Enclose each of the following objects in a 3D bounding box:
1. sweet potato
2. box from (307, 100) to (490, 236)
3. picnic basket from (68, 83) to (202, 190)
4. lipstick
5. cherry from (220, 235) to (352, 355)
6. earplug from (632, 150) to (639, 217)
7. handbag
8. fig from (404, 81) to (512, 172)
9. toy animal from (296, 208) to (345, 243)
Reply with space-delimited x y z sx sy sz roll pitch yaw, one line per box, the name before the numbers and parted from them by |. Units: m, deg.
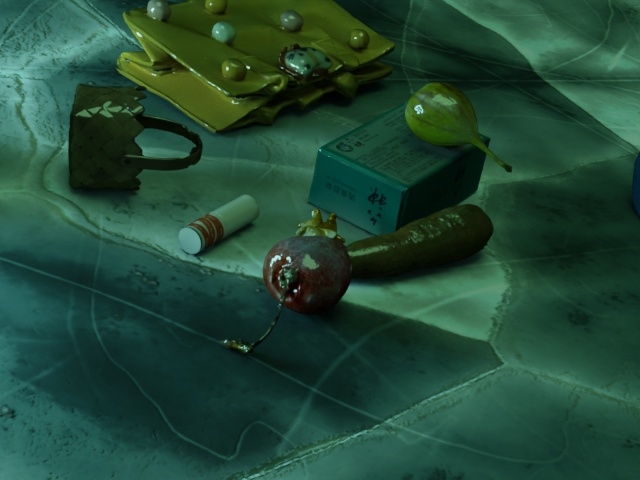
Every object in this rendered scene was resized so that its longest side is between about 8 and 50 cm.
sweet potato | 0.123 0.008 1.993 0.273 0.075 0.075 -17 40 -33
box | 0.113 -0.100 2.147 0.153 0.092 0.245 28 35 24
picnic basket | -0.246 -0.136 2.032 0.178 0.138 0.128 6 34 -6
lipstick | -0.131 -0.022 1.979 0.038 0.038 0.130 26 33 24
cherry | -0.045 0.059 1.831 0.107 0.090 0.225 40 48 21
earplug | 0.614 -0.079 2.257 0.272 0.132 0.132 4 30 -20
handbag | -0.095 -0.302 2.399 0.283 0.133 0.401 38 39 29
fig | 0.200 -0.165 2.108 0.166 0.093 0.093 18 30 12
toy animal | 0.000 0.000 1.985 0.081 0.060 0.083 40 19 -26
